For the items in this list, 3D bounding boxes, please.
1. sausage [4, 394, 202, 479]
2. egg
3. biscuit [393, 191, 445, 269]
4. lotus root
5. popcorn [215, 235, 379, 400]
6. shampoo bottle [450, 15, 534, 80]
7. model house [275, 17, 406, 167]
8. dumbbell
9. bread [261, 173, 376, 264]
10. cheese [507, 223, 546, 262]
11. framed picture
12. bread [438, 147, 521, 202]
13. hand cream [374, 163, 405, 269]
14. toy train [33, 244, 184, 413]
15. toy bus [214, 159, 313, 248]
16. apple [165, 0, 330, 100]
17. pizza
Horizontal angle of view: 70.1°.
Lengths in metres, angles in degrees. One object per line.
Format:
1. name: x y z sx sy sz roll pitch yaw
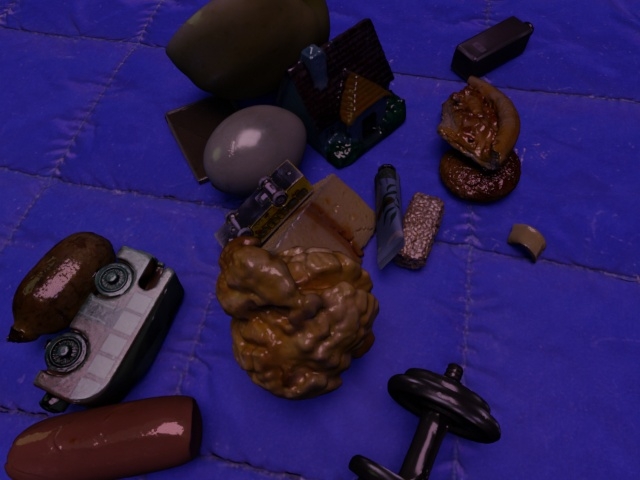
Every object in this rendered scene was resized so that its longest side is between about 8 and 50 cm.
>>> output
1. sausage: -0.356 0.338 0.767 0.304 0.121 0.121 -9 61 -2
2. egg: -0.143 -0.201 1.021 0.253 0.186 0.186 -36 65 -12
3. biscuit: 0.206 -0.021 0.970 0.082 0.070 0.168 15 64 22
4. lotus root: -0.515 0.094 0.909 0.145 0.128 0.260 11 55 29
5. popcorn: -0.035 0.120 0.758 0.265 0.332 0.225 -26 35 6
6. shampoo bottle: 0.474 -0.525 1.235 0.246 0.079 0.080 -31 65 -14
7. model house: 0.063 -0.370 1.072 0.280 0.249 0.230 -41 67 -18
8. dumbbell: 0.161 0.325 0.708 0.192 0.192 0.290 24 66 16
9. bread: 0.000 0.000 0.994 0.178 0.135 0.240 41 65 -14
10. cheese: 0.434 -0.001 0.962 0.084 0.041 0.060 38 71 20
11. framed picture: -0.270 -0.272 1.162 0.189 0.023 0.260 -26 63 -12
12. bread: 0.368 -0.166 1.048 0.193 0.064 0.193 -3 57 5
13. hand cream: 0.147 -0.066 0.975 0.058 0.091 0.271 23 45 -19
14. toy train: -0.387 0.173 0.861 0.159 0.129 0.326 20 63 7
15. toy bus: -0.122 -0.064 0.960 0.226 0.074 0.081 -47 55 4
16. apple: -0.169 -0.491 1.110 0.360 0.320 0.311 -20 53 32
17. pizza: 0.366 -0.287 1.066 0.182 0.074 0.365 9 46 7
